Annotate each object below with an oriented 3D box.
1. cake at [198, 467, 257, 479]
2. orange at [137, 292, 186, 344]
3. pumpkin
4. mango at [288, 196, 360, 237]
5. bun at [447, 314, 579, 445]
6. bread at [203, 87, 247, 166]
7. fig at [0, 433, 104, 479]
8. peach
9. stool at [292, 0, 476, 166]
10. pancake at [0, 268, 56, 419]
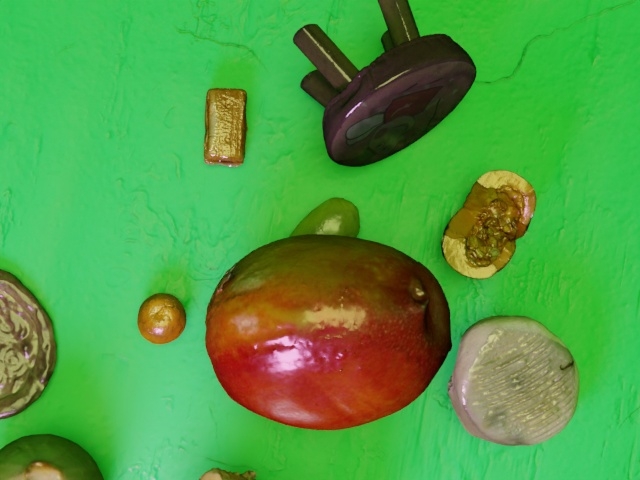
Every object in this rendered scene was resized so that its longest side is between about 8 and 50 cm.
[{"bbox_3d":[-0.095,0.505,1.515,0.222,0.286,0.227,34,86,29],"label":"cake"},{"bbox_3d":[-0.256,0.127,1.616,0.083,0.070,0.083,0,74,1],"label":"orange"},{"bbox_3d":[0.277,-0.023,1.642,0.119,0.107,0.183,34,92,7],"label":"pumpkin"},{"bbox_3d":[0.000,0.000,1.639,0.091,0.074,0.165,41,86,-4],"label":"mango"},{"bbox_3d":[0.304,0.226,1.622,0.210,0.116,0.237,-39,104,-8],"label":"bun"},{"bbox_3d":[-0.157,-0.189,1.654,0.074,0.053,0.132,0,86,-8],"label":"bread"},{"bbox_3d":[-0.430,0.397,1.504,0.207,0.230,0.207,-1,82,5],"label":"fig"},{"bbox_3d":[0.018,0.134,1.504,0.372,0.290,0.373,4,130,5],"label":"peach"},{"bbox_3d":[0.091,-0.260,1.586,0.272,0.272,0.178,-30,72,-5],"label":"stool"},{"bbox_3d":[-0.551,0.173,1.613,0.250,0.031,0.250,0,87,-4],"label":"pancake"}]
